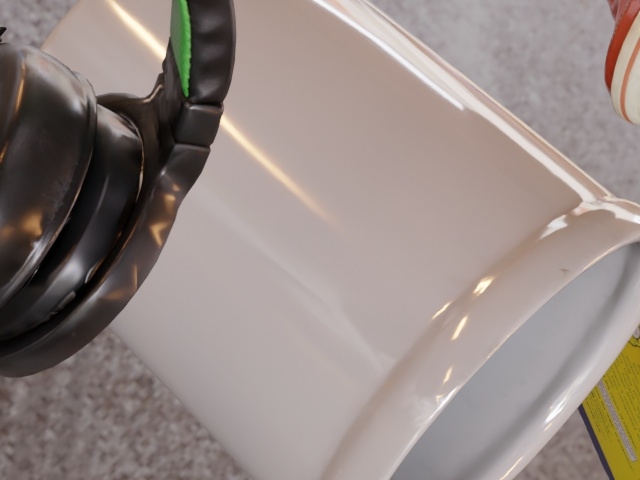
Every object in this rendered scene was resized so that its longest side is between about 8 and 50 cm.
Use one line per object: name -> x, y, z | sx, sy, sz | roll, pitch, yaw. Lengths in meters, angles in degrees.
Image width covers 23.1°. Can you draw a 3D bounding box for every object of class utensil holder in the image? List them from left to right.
utensil holder -> 0.000, 0.000, 1.133 | 0.385, 0.327, 0.327 | 42, 26, 22

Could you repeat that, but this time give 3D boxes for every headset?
headset -> -0.188, -0.041, 0.639 | 0.243, 0.394, 0.185 | 12, 36, -22

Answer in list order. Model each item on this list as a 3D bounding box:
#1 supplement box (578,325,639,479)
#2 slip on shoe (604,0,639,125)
supplement box -> 0.379, 0.105, 1.492 | 0.194, 0.356, 0.195 | -20, 79, -12
slip on shoe -> 0.226, -0.198, 1.083 | 0.101, 0.123, 0.331 | 6, 47, 15
